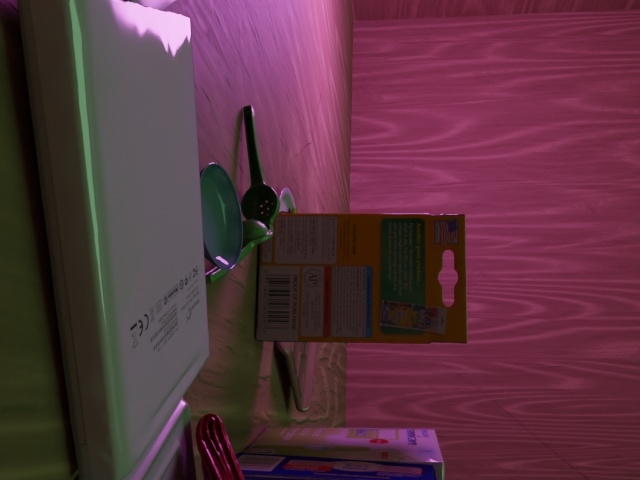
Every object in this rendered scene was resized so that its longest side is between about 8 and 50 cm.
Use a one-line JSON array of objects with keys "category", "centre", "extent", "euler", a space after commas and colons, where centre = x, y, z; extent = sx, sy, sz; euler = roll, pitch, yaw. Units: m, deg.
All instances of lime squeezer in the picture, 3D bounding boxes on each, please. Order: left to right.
[{"category": "lime squeezer", "centre": [-0.091, -0.040, 0.827], "extent": [0.110, 0.059, 0.310], "euler": [83, 11, -49]}]

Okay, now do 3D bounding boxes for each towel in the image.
[{"category": "towel", "centre": [-0.080, 0.320, 0.577], "extent": [0.199, 0.031, 0.274], "euler": [-128, -144, -50]}]

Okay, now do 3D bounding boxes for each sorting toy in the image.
[{"category": "sorting toy", "centre": [-0.047, 0.165, 1.295], "extent": [0.307, 0.041, 0.229], "euler": [-83, 166, -45]}]

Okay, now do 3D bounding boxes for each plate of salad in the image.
[{"category": "plate of salad", "centre": [-0.050, 0.000, 1.167], "extent": [0.200, 0.048, 0.199], "euler": [-3, 90, -81]}]

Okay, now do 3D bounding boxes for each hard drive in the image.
[{"category": "hard drive", "centre": [-0.136, -0.014, 0.473], "extent": [0.203, 0.040, 0.307], "euler": [-63, 153, -73]}]

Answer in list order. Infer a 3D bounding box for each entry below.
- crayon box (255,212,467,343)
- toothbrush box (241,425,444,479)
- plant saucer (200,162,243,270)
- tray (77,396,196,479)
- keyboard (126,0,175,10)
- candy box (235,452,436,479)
[{"category": "crayon box", "centre": [0.065, 0.063, 1.001], "extent": [0.083, 0.323, 0.203], "euler": [54, 36, -78]}, {"category": "toothbrush box", "centre": [0.037, 0.359, 0.938], "extent": [0.206, 0.283, 0.122], "euler": [33, 58, -81]}, {"category": "plant saucer", "centre": [-0.117, -0.025, 0.688], "extent": [0.119, 0.021, 0.119], "euler": [-8, 90, -76]}, {"category": "tray", "centre": [-0.145, 0.220, 0.482], "extent": [0.270, 0.030, 0.145], "euler": [-67, 157, -73]}, {"category": "keyboard", "centre": [-0.141, -0.269, 0.600], "extent": [0.256, 0.014, 0.072], "euler": [-79, 172, -57]}, {"category": "candy box", "centre": [0.007, 0.435, 0.754], "extent": [0.122, 0.268, 0.317], "euler": [36, 55, -77]}]
